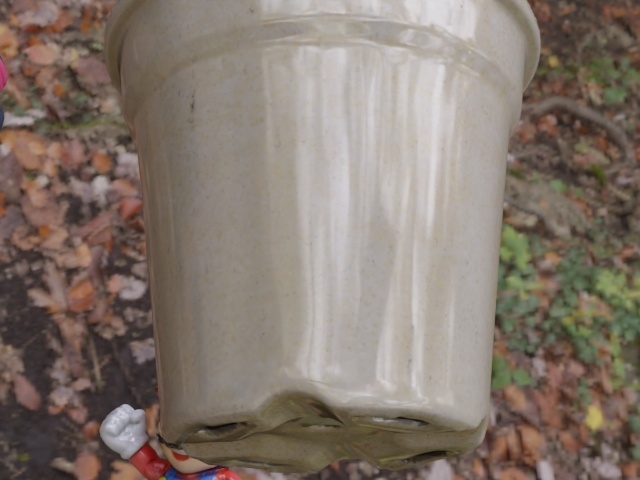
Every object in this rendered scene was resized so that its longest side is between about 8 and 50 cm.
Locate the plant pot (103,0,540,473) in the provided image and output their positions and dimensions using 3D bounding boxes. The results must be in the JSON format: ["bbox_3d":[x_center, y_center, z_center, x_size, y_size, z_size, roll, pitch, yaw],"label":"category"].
[{"bbox_3d":[0.000,0.000,0.823,0.334,0.334,0.305,23,59,-45],"label":"plant pot"}]

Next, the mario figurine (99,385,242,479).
[{"bbox_3d":[-0.170,0.291,1.345,0.198,0.170,0.320,9,80,-10],"label":"mario figurine"}]

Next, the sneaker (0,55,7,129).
[{"bbox_3d":[-0.257,0.023,0.530,0.121,0.299,0.112,27,24,-20],"label":"sneaker"}]
